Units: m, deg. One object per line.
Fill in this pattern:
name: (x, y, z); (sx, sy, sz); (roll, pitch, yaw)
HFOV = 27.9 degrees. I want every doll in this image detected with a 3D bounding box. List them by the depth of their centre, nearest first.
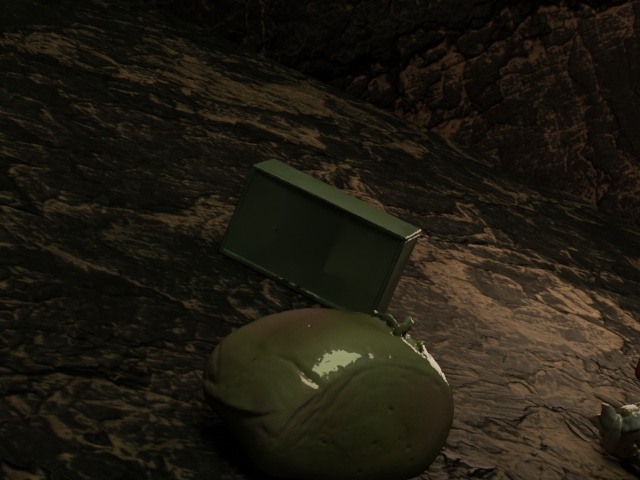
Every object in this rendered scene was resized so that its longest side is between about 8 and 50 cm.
doll: (0.378, 0.239, 1.546); (0.127, 0.073, 0.084); (22, 44, -23)

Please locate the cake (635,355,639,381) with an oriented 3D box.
cake: (0.585, 0.177, 1.577); (0.270, 0.269, 0.319); (30, 6, -37)

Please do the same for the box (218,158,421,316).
box: (0.000, 0.000, 1.688); (0.225, 0.129, 0.086); (27, 16, 14)

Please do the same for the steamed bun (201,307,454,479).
steamed bun: (0.016, 0.136, 1.244); (0.239, 0.152, 0.170); (12, 18, -40)
